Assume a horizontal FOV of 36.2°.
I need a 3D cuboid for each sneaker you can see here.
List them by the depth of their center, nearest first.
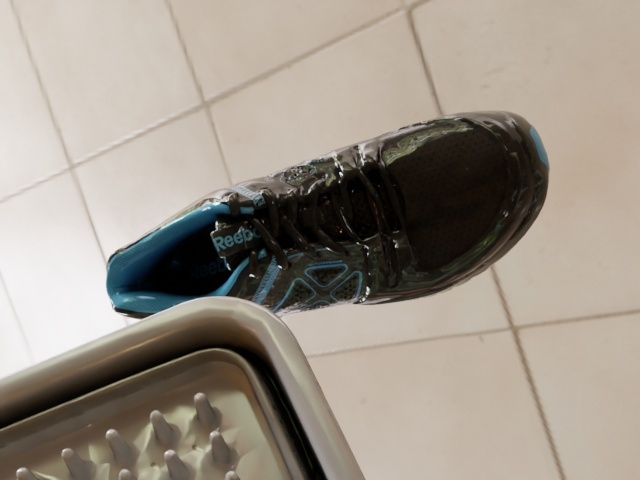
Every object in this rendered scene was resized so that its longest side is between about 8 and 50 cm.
[{"bbox_3d":[0.000,0.000,0.715,0.341,0.140,0.125,-23,79,24],"label":"sneaker"}]

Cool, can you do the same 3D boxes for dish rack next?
[{"bbox_3d":[-0.125,0.199,0.471,0.072,0.333,0.285,79,166,-55],"label":"dish rack"}]
